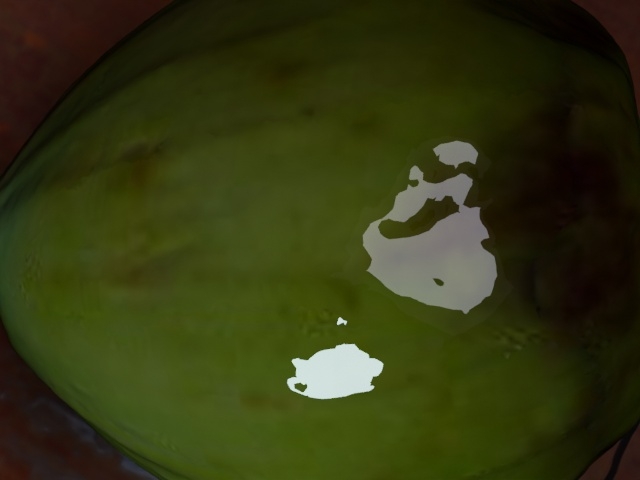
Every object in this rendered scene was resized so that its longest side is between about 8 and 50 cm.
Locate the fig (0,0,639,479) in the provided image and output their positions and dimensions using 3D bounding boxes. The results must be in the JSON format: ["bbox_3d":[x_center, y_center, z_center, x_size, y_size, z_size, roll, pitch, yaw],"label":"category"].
[{"bbox_3d":[0.000,0.000,0.696,0.271,0.239,0.239,-1,81,10],"label":"fig"}]
